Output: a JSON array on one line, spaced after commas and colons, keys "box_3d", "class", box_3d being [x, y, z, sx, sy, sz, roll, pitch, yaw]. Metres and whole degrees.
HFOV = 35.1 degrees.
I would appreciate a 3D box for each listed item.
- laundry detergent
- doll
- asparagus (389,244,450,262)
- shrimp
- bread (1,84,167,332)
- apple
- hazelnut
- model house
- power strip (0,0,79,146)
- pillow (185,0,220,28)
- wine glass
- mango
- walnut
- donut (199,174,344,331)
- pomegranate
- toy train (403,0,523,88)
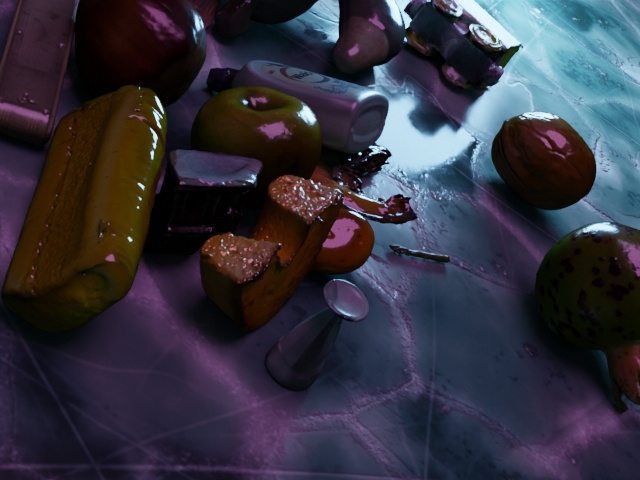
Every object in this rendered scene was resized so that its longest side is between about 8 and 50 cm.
[{"box_3d": [-0.046, -0.227, 1.641, 0.280, 0.105, 0.215, 18, 17, 18], "class": "laundry detergent"}, {"box_3d": [-0.003, -0.470, 1.855, 0.378, 0.252, 0.382, 35, 42, -1], "class": "doll"}, {"box_3d": [0.160, 0.022, 1.628, 0.114, 0.014, 0.015, 12, 9, -30], "class": "asparagus"}, {"box_3d": [0.075, -0.096, 1.622, 0.222, 0.054, 0.290, 30, 28, 21], "class": "shrimp"}, {"box_3d": [-0.275, -0.043, 1.251, 0.384, 0.166, 0.112, -90, 156, -48], "class": "bread"}, {"box_3d": [-0.093, -0.134, 1.464, 0.196, 0.157, 0.196, 12, 28, -6], "class": "apple"}, {"box_3d": [-0.276, -0.292, 1.490, 0.208, 0.208, 0.208, 21, 39, -18], "class": "hazelnut"}, {"box_3d": [-0.154, -0.037, 1.327, 0.165, 0.152, 0.106, 2, 34, -36], "class": "model house"}, {"box_3d": [-0.412, -0.279, 1.473, 0.092, 0.066, 0.388, 18, 42, -20], "class": "power strip"}, {"box_3d": [-0.281, -0.444, 1.779, 0.211, 0.034, 0.135, 27, 38, -9], "class": "pillow"}, {"box_3d": [-0.002, 0.121, 1.273, 0.073, 0.155, 0.073, 22, 41, -21], "class": "wine glass"}, {"box_3d": [0.000, 0.002, 1.472, 0.159, 0.084, 0.105, 5, 60, -11], "class": "mango"}, {"box_3d": [0.417, -0.151, 1.892, 0.207, 0.167, 0.167, 44, 37, 3], "class": "walnut"}, {"box_3d": [-0.074, 0.030, 1.333, 0.101, 0.152, 0.259, 26, 39, 14], "class": "donut"}, {"box_3d": [0.482, 0.102, 1.613, 0.231, 0.231, 0.286, -8, 54, -43], "class": "pomegranate"}, {"box_3d": [0.299, -0.427, 2.132, 0.261, 0.134, 0.177, 47, 38, 14], "class": "toy train"}]
